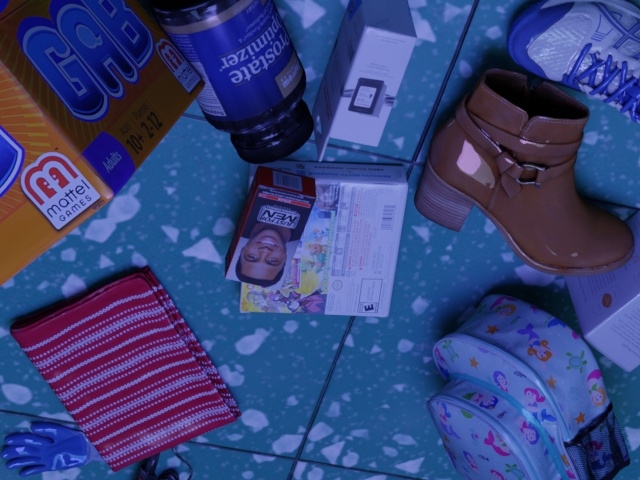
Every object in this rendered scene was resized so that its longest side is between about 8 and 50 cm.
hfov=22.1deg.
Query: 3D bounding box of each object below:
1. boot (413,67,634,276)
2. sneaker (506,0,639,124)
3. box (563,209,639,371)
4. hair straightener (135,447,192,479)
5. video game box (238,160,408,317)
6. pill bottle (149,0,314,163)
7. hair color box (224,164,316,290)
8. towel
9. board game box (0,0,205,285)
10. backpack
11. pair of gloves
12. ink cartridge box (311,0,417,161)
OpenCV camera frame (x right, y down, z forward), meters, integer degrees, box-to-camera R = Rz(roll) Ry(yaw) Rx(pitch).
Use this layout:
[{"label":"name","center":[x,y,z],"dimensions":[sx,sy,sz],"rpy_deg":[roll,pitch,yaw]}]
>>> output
[{"label":"boot","center":[0.266,-0.082,1.884],"dimensions":[0.283,0.109,0.220],"rpy_deg":[22,136,-4]},{"label":"sneaker","center":[0.352,-0.186,1.811],"dimensions":[0.296,0.131,0.112],"rpy_deg":[11,127,-12]},{"label":"box","center":[0.396,0.050,1.992],"dimensions":[0.091,0.130,0.170],"rpy_deg":[34,118,-27]},{"label":"hair straightener","center":[-0.229,0.357,2.232],"dimensions":[0.089,0.047,0.230],"rpy_deg":[2,123,-30]},{"label":"video game box","center":[0.000,0.000,1.971],"dimensions":[0.187,0.048,0.205],"rpy_deg":[1,127,-8]},{"label":"pill bottle","center":[-0.088,-0.194,1.769],"dimensions":[0.122,0.123,0.219],"rpy_deg":[-19,126,9]},{"label":"hair color box","center":[-0.059,-0.013,1.901],"dimensions":[0.072,0.043,0.141],"rpy_deg":[12,126,-12]},{"label":"towel","center":[-0.243,0.168,2.076],"dimensions":[0.198,0.031,0.275],"rpy_deg":[-23,123,10]},{"label":"board game box","center":[-0.388,-0.137,1.581],"dimensions":[0.356,0.356,0.356],"rpy_deg":[-35,101,20]},{"label":"backpack","center":[0.248,0.200,2.030],"dimensions":[0.191,0.225,0.254],"rpy_deg":[-35,125,-26]},{"label":"pair of gloves","center":[-0.348,0.321,2.198],"dimensions":[0.159,0.023,0.198],"rpy_deg":[4,126,-8]},{"label":"ink cartridge box","center":[0.046,-0.179,1.804],"dimensions":[0.060,0.104,0.180],"rpy_deg":[10,126,-14]}]
